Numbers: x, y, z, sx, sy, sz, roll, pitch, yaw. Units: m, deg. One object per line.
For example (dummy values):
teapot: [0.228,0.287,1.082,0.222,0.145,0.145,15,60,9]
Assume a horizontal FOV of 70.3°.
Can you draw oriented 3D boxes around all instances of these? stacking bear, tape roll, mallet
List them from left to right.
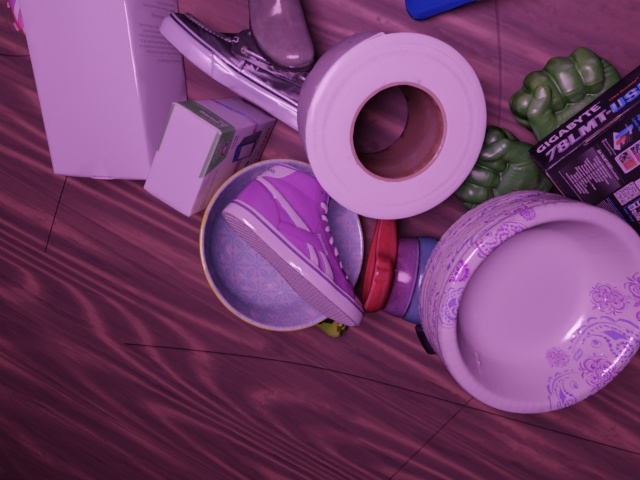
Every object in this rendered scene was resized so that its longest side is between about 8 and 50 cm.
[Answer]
tape roll: [0.091,-0.171,0.666,0.246,0.169,0.246,-3,114,-6]
stacking bear: [0.225,0.074,0.773,0.288,0.175,0.164,11,140,1]
mallet: [0.269,0.151,0.853,0.189,0.039,0.062,-32,102,20]

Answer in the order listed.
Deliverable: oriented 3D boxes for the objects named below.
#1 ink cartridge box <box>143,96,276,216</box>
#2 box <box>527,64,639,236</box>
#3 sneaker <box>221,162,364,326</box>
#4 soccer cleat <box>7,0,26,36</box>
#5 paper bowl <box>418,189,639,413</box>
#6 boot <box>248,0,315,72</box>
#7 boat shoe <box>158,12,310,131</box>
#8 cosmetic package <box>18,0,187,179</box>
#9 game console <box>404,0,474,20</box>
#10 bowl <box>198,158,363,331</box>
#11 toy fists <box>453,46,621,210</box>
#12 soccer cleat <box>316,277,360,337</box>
ink cartridge box: [-0.178,-0.151,0.770,0.093,0.212,0.154,31,115,4]
box: [0.494,-0.111,0.615,0.295,0.073,0.293,38,115,-24]
sneaker: [0.000,0.000,0.719,0.282,0.161,0.102,48,155,-15]
soccer cleat: [-0.523,-0.457,0.836,0.095,0.083,0.248,-17,102,17]
paper bowl: [0.274,0.074,0.621,0.284,0.148,0.284,-2,107,-7]
boot: [-0.066,-0.379,0.640,0.083,0.161,0.247,-17,75,-15]
boat shoe: [-0.098,-0.296,0.761,0.335,0.121,0.119,30,108,-8]
cosmetic package: [-0.370,-0.309,0.804,0.217,0.156,0.385,7,113,14]
game console: [0.244,-0.494,0.622,0.250,0.173,0.293,-17,107,-11]
bowl: [-0.084,0.009,0.817,0.290,0.289,0.156,61,156,-10]
toy fists: [0.321,-0.151,0.690,0.142,0.096,0.279,39,117,0]
soccer cleat: [0.029,0.111,0.896,0.072,0.060,0.179,22,115,21]
